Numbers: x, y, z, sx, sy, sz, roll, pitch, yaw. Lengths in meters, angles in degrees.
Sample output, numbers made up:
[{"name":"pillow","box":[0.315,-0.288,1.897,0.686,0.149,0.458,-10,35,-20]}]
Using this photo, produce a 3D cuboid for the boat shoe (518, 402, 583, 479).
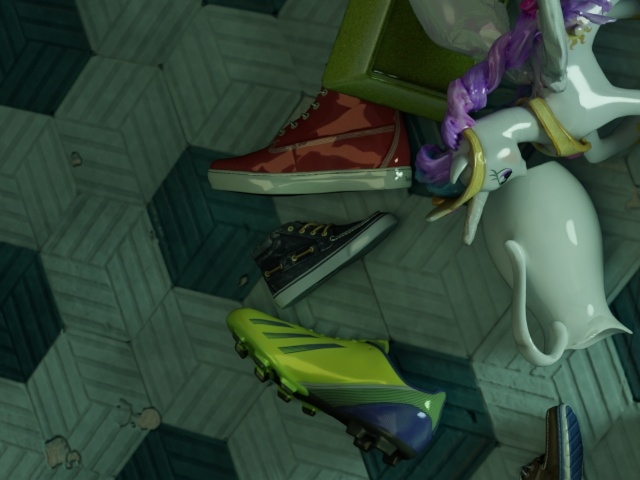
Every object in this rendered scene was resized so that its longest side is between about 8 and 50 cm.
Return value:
[{"name":"boat shoe","box":[0.256,0.273,1.814,0.066,0.066,0.183,0,93,24]}]

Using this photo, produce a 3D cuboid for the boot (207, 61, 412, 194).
[{"name":"boot","box":[-0.017,-0.140,1.891,0.244,0.088,0.176,-4,92,14]}]

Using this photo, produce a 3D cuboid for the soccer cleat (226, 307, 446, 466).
[{"name":"soccer cleat","box":[0.018,0.151,1.907,0.289,0.093,0.121,32,74,22]}]

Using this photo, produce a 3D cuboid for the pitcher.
[{"name":"pitcher","box":[0.239,0.027,1.745,0.125,0.178,0.207,-22,86,36]}]

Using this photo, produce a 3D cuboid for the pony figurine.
[{"name":"pony figurine","box":[0.239,-0.203,1.645,0.363,0.303,0.351,-19,109,-18]}]

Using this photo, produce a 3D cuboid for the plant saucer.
[{"name":"plant saucer","box":[0.119,-0.229,1.785,0.188,0.045,0.188,14,102,-25]}]

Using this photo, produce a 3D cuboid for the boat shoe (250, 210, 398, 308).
[{"name":"boat shoe","box":[0.000,0.000,1.901,0.183,0.065,0.083,-36,82,21]}]
